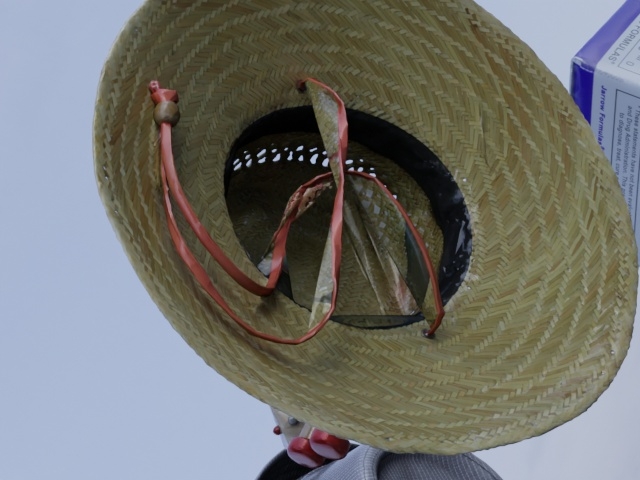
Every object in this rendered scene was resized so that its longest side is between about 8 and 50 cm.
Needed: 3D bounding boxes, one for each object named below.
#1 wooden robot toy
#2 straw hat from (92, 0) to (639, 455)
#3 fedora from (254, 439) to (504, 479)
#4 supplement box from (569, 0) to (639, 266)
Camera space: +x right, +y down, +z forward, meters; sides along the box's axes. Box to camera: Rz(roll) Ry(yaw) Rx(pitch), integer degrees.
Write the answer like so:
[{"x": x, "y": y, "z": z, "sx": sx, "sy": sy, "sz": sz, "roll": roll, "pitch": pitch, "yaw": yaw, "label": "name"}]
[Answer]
[{"x": -0.003, "y": 0.063, "z": 0.854, "sx": 0.076, "sy": 0.079, "sz": 0.173, "roll": -57, "pitch": 12, "yaw": -31, "label": "wooden robot toy"}, {"x": 0.000, "y": 0.000, "z": 0.393, "sx": 0.061, "sy": 0.144, "sz": 0.144, "roll": -46, "pitch": 2, "yaw": 46, "label": "straw hat"}, {"x": 0.071, "y": 0.234, "z": 1.081, "sx": 0.244, "sy": 0.275, "sz": 0.124, "roll": 4, "pitch": -36, "yaw": -41, "label": "fedora"}, {"x": 0.230, "y": -0.031, "z": 0.716, "sx": 0.111, "sy": 0.220, "sz": 0.114, "roll": -45, "pitch": -34, "yaw": -32, "label": "supplement box"}]
